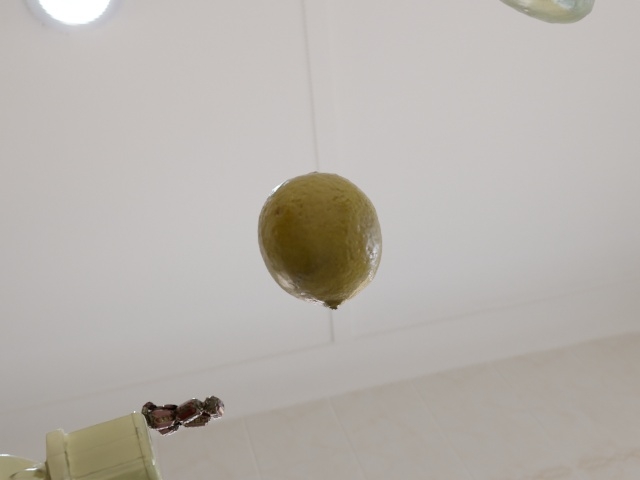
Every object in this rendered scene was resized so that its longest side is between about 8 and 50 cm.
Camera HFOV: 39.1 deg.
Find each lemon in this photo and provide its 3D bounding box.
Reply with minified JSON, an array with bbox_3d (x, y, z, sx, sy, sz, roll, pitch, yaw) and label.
[{"bbox_3d":[0.000,0.000,1.268,0.178,0.178,0.203,-7,-105,-12],"label":"lemon"}]

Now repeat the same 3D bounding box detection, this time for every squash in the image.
[{"bbox_3d":[0.274,-0.328,1.099,0.371,0.118,0.118,6,-66,-56],"label":"squash"}]

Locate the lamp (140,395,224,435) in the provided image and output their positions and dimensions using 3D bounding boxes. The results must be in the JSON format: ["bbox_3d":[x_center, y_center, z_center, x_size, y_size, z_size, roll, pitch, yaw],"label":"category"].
[{"bbox_3d":[-0.145,0.187,0.973,0.083,0.031,0.063,-14,-26,4],"label":"lamp"}]

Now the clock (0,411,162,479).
[{"bbox_3d":[-0.217,0.337,0.791,0.277,0.120,0.379,-18,-54,-10],"label":"clock"}]
